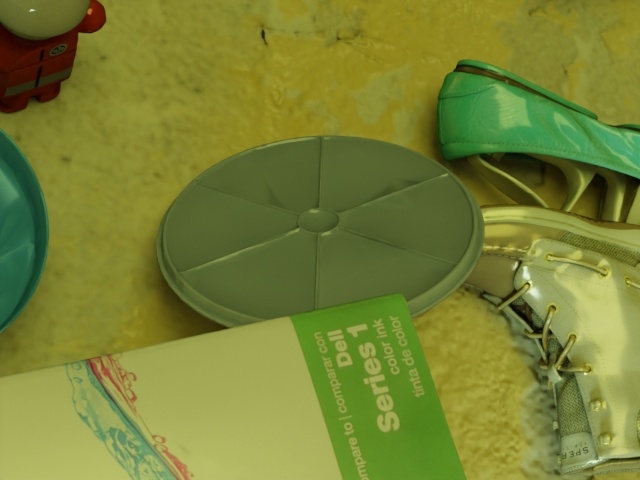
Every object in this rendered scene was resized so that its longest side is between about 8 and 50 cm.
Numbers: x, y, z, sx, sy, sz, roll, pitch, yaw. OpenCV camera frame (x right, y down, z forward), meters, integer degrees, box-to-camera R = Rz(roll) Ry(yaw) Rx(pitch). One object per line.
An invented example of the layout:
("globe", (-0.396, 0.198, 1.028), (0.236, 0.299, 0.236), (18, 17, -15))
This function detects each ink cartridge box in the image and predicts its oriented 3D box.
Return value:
("ink cartridge box", (-0.096, 0.135, 0.671), (0.278, 0.201, 0.117), (-10, 72, -21))

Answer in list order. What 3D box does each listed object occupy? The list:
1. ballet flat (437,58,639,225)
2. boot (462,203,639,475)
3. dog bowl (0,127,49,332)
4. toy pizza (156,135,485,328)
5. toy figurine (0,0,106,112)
("ballet flat", (0.192, -0.051, 0.918), (0.247, 0.083, 0.087), (16, 89, -11))
("boot", (0.152, 0.068, 0.852), (0.213, 0.077, 0.165), (7, 70, -16))
("dog bowl", (-0.301, 0.020, 0.723), (0.297, 0.074, 0.166), (-16, 75, -22))
("toy pizza", (0.000, 0.000, 0.807), (0.201, 0.032, 0.201), (-3, 37, 2))
("toy figurine", (-0.217, -0.207, 0.798), (0.213, 0.148, 0.210), (22, 64, -8))
